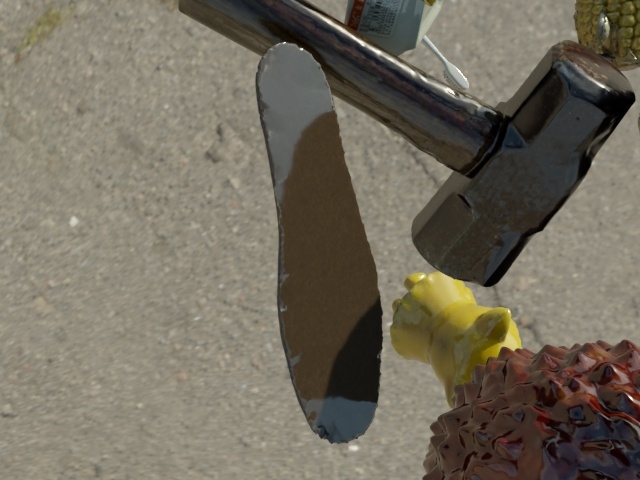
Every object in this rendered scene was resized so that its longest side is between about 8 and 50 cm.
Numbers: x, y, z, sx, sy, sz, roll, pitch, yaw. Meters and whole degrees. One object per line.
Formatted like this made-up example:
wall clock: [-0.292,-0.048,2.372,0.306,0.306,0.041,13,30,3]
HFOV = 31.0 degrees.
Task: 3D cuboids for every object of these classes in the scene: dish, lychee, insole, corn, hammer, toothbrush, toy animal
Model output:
dish: [0.077,-0.234,1.066,0.064,0.234,0.154,20,42,10]
lychee: [0.337,0.304,1.244,0.424,0.500,0.424,-24,125,-39]
insole: [0.000,0.000,0.934,0.111,0.007,0.328,-7,87,-42]
corn: [0.307,-0.322,1.187,0.106,0.106,0.293,-1,90,-27]
hammer: [0.052,-0.130,1.015,0.409,0.242,0.095,27,33,-17]
toothbrush: [0.116,-0.318,1.639,0.019,0.025,0.276,-41,92,-19]
toy animal: [0.178,0.124,1.594,0.156,0.230,0.156,-13,117,-26]

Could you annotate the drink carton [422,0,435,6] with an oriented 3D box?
drink carton: [0.102,-0.235,0.658,0.200,0.084,0.074,-47,61,8]

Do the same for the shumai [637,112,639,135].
shumai: [0.405,-0.031,0.896,0.395,0.395,0.348,58,37,-3]
